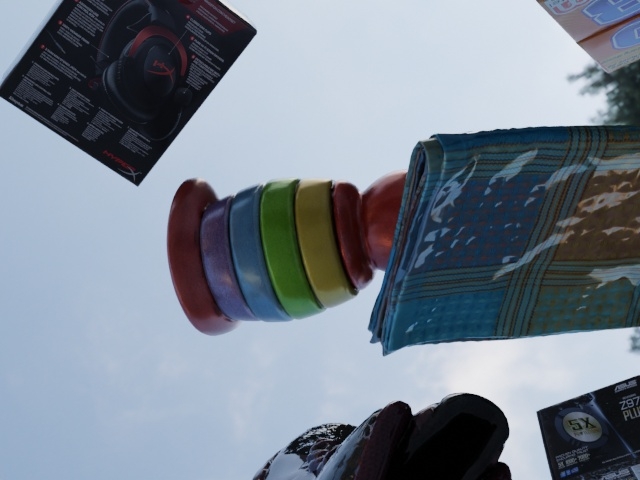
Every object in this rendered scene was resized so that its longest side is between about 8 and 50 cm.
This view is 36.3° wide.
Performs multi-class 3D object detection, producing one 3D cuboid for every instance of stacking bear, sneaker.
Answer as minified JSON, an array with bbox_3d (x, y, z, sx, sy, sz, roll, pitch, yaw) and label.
[{"bbox_3d":[0.000,0.000,1.036,0.164,0.289,0.175,-66,-38,-68],"label":"stacking bear"},{"bbox_3d":[0.032,0.120,0.436,0.106,0.162,0.281,31,-163,-1],"label":"sneaker"}]

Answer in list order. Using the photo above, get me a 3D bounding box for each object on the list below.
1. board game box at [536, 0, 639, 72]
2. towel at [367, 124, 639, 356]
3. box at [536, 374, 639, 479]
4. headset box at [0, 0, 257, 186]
[{"bbox_3d":[0.435,-0.484,1.249,0.356,0.356,0.356,11,-120,-59],"label":"board game box"},{"bbox_3d":[0.245,0.001,0.939,0.370,0.271,0.040,-3,-136,-14],"label":"towel"},{"bbox_3d":[0.441,0.310,1.507,0.077,0.180,0.147,54,-158,-33],"label":"box"},{"bbox_3d":[-0.239,-0.253,1.262,0.218,0.293,0.110,34,-167,-24],"label":"headset box"}]
